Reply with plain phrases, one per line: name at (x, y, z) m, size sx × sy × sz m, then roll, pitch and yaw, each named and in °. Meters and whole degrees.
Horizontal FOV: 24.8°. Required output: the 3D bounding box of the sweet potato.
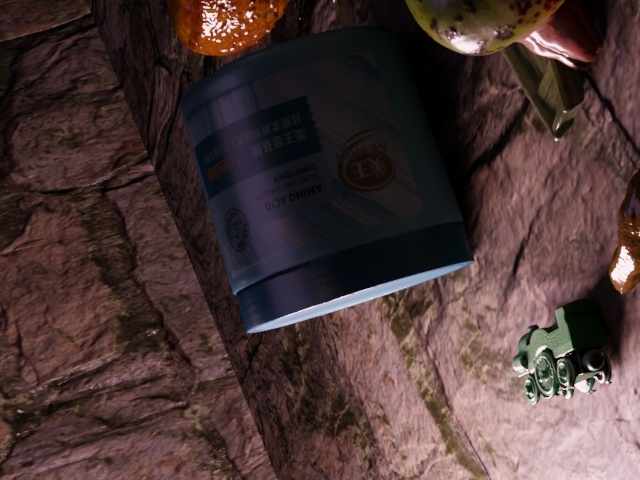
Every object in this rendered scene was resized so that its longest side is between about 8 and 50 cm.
sweet potato at (0.341, 0.004, 1.572) m, size 0.054 × 0.053 × 0.182 m, roll 21°, pitch 141°, yaw 17°

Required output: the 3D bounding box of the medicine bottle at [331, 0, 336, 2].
medicine bottle at (0.028, -0.415, 2.082) m, size 0.199 × 0.057 × 0.058 m, roll 98°, pitch 149°, yaw -52°

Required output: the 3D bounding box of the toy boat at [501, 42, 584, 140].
toy boat at (0.226, -0.246, 1.675) m, size 0.093 × 0.055 × 0.293 m, roll 101°, pitch 146°, yaw -55°

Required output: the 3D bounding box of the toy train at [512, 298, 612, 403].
toy train at (0.294, 0.142, 1.789) m, size 0.178 × 0.071 × 0.105 m, roll 135°, pitch 125°, yaw -67°

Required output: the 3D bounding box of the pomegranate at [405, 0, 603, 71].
pomegranate at (0.206, -0.273, 1.543) m, size 0.248 × 0.214 × 0.214 m, roll 42°, pitch 164°, yaw -10°

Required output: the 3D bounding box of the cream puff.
cream puff at (-0.147, -0.445, 2.322) m, size 0.303 × 0.212 × 0.303 m, roll 171°, pitch 90°, yaw -77°

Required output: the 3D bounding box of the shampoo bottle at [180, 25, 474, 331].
shampoo bottle at (0.006, -0.082, 2.007) m, size 0.331 × 0.331 × 0.343 m, roll 147°, pitch 108°, yaw -70°
